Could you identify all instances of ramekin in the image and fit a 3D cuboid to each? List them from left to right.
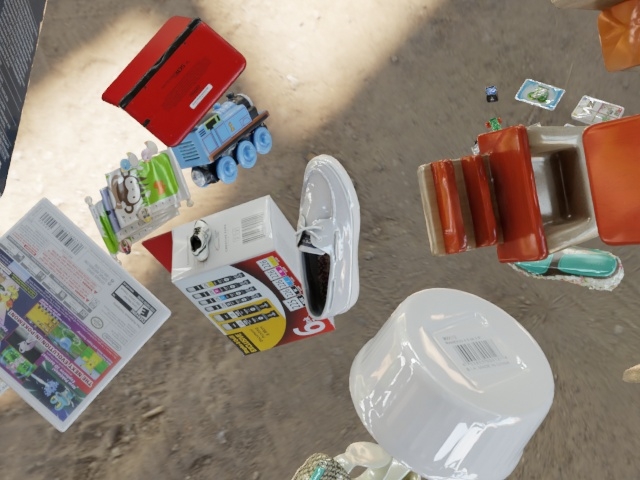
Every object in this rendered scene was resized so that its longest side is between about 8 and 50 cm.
[{"bbox_3d":[0.193,0.196,1.384,0.277,0.277,0.135,38,127,13],"label":"ramekin"}]

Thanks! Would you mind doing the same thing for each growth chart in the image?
[{"bbox_3d":[-0.345,-0.083,1.876,0.021,0.237,0.172,2,125,47],"label":"growth chart"}]

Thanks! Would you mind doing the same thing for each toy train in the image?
[{"bbox_3d":[-0.144,-0.154,1.477,0.080,0.184,0.105,-5,118,37],"label":"toy train"}]

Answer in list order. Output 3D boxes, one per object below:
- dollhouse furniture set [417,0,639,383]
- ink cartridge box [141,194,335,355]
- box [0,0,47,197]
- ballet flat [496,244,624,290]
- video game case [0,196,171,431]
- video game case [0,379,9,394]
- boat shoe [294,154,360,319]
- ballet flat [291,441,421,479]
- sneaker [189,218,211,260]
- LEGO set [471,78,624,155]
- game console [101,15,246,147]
[{"bbox_3d":[0.194,-0.037,0.641,0.135,0.259,0.262,-11,91,-28],"label":"dollhouse furniture set"},{"bbox_3d":[-0.153,0.086,1.867,0.271,0.309,0.130,-18,52,14],"label":"ink cartridge box"},{"bbox_3d":[-0.557,-0.288,1.326,0.293,0.212,0.396,7,71,-2],"label":"box"},{"bbox_3d":[0.438,0.047,1.800,0.241,0.077,0.091,17,68,32],"label":"ballet flat"},{"bbox_3d":[-0.303,0.081,1.109,0.201,0.023,0.183,43,66,-6],"label":"video game case"},{"bbox_3d":[-0.530,0.233,1.501,0.119,0.166,0.015,-9,115,30],"label":"video game case"},{"bbox_3d":[0.000,0.000,1.086,0.066,0.063,0.184,15,116,33],"label":"boat shoe"},{"bbox_3d":[0.083,0.434,1.647,0.164,0.483,0.182,22,82,28],"label":"ballet flat"},{"bbox_3d":[-0.214,-0.006,1.731,0.031,0.037,0.083,-17,57,15],"label":"sneaker"},{"bbox_3d":[0.376,-0.187,1.708,0.244,0.060,0.182,24,68,28],"label":"LEGO set"},{"bbox_3d":[-0.179,-0.195,1.190,0.124,0.085,0.144,40,82,-3],"label":"game console"}]
